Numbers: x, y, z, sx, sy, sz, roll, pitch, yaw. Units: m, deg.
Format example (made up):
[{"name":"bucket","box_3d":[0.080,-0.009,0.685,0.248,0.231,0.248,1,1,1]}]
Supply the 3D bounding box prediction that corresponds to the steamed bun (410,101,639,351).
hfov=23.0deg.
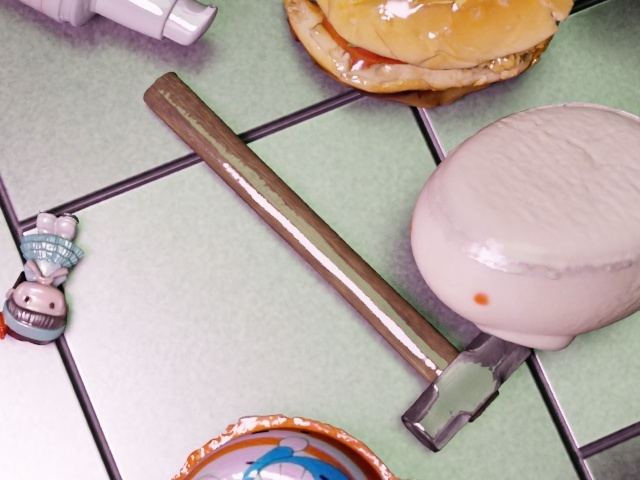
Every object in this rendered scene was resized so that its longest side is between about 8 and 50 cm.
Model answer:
[{"name":"steamed bun","box_3d":[0.172,-0.004,1.178,0.228,0.130,0.177,-22,54,-28]}]

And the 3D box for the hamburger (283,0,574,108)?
[{"name":"hamburger","box_3d":[0.087,-0.229,1.215,0.244,0.163,0.244,0,80,-2]}]

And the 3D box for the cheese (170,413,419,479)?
[{"name":"cheese","box_3d":[-0.073,0.238,1.128,0.329,0.129,0.217,-10,73,13]}]

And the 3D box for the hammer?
[{"name":"hammer","box_3d":[0.000,0.000,1.225,0.365,0.043,0.111,44,80,7]}]

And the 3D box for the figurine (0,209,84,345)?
[{"name":"figurine","box_3d":[-0.217,0.029,1.202,0.060,0.047,0.106,17,73,-16]}]

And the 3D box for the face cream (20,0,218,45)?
[{"name":"face cream","box_3d":[-0.198,-0.223,1.228,0.252,0.101,0.101,29,78,3]}]
